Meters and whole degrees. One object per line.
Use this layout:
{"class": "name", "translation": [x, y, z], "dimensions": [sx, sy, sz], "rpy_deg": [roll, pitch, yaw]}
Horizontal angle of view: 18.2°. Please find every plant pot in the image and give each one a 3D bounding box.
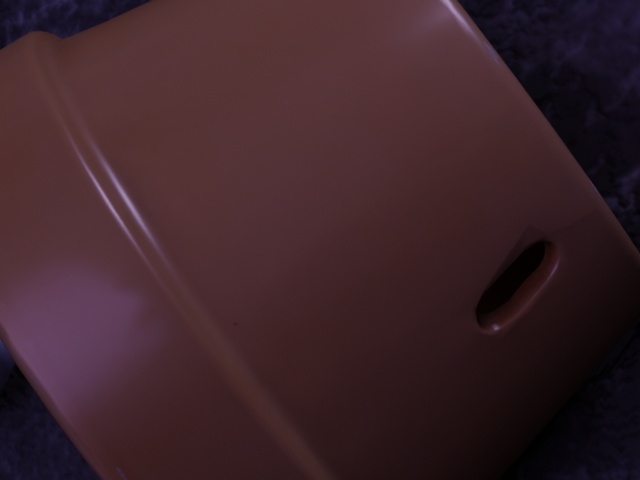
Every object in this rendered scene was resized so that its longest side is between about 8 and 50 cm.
{"class": "plant pot", "translation": [0.000, 0.000, 0.827], "dimensions": [0.203, 0.291, 0.291], "rpy_deg": [-37, 66, 4]}

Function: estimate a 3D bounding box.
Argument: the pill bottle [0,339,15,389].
{"class": "pill bottle", "translation": [-0.279, -0.054, 1.038], "dimensions": [0.181, 0.181, 0.322], "rpy_deg": [-25, 71, 26]}
